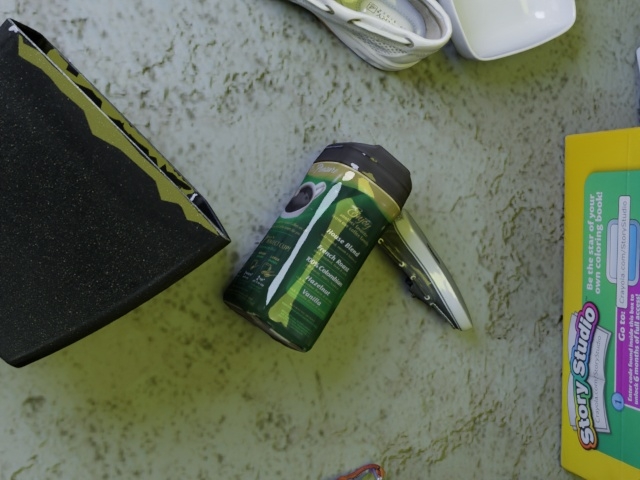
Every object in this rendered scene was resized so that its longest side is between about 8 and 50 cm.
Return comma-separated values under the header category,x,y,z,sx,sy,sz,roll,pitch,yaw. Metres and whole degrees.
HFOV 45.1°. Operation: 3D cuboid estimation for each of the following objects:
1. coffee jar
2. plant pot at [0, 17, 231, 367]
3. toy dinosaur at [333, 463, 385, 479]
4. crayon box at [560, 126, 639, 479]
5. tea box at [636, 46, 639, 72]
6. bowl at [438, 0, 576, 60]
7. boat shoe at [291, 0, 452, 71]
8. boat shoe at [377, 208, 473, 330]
category,x,y,z,sx,sy,sz,roll,pitch,yaw
coffee jar,0.000,0.000,0.668,0.079,0.096,0.184,38,79,-22
plant pot,-0.196,-0.024,0.548,0.167,0.188,0.187,-45,108,-3
toy dinosaur,0.020,0.232,0.719,0.090,0.047,0.082,43,58,-8
crayon box,0.357,0.075,0.701,0.106,0.313,0.363,-1,93,-19
tea box,0.552,-0.086,0.798,0.328,0.220,0.324,-5,83,-22
bowl,0.170,-0.251,0.750,0.142,0.053,0.142,-23,101,-19
boat shoe,0.001,-0.248,0.656,0.277,0.096,0.098,28,82,-21
boat shoe,0.099,0.033,0.742,0.040,0.049,0.142,-30,108,15
